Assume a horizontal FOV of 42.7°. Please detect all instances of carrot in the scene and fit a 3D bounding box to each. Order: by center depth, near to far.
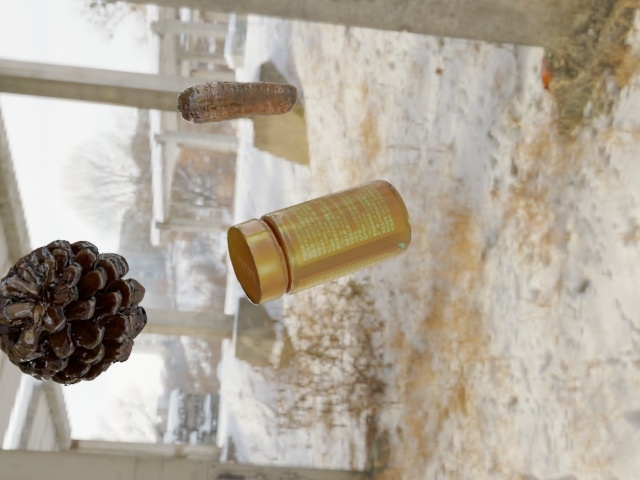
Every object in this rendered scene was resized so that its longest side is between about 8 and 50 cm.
[{"bbox_3d":[-0.121,-0.211,1.221,0.060,0.186,0.060,171,90,-75],"label":"carrot"}]

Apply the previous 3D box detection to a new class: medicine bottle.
[{"bbox_3d":[0.000,0.000,0.925,0.096,0.191,0.096,52,152,42],"label":"medicine bottle"}]

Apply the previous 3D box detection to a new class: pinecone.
[{"bbox_3d":[-0.363,0.100,1.176,0.221,0.221,0.222,-175,90,-84],"label":"pinecone"}]
